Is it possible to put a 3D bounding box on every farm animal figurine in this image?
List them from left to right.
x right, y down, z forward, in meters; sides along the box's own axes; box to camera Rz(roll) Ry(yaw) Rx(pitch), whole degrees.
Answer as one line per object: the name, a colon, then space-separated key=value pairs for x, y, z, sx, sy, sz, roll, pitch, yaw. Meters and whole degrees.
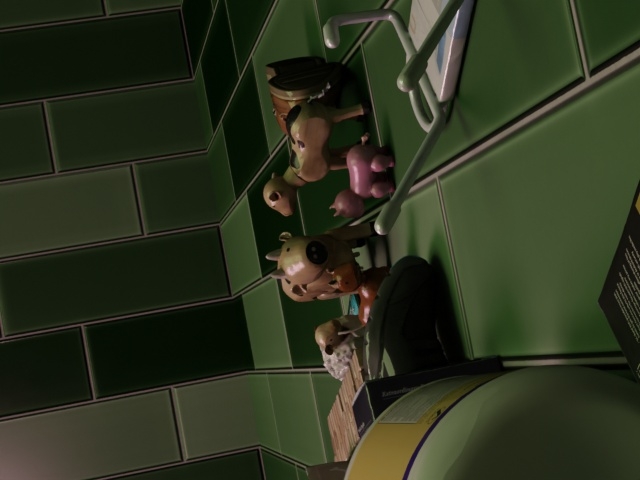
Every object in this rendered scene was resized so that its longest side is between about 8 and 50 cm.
farm animal figurine: x=0.000 y=0.000 z=1.658 sx=0.327 sy=0.172 sz=0.330 roll=105 pitch=154 yaw=-62

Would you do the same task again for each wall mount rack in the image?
wall mount rack: x=0.085 y=-0.196 z=1.195 sx=0.350 sy=0.130 sz=0.304 roll=94 pitch=162 yaw=-53

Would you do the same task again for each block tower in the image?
block tower: x=0.077 y=0.245 z=1.709 sx=0.335 sy=0.097 sz=0.091 roll=101 pitch=158 yaw=-64

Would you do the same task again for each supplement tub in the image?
supplement tub: x=0.146 y=0.225 z=0.963 sx=0.331 sy=0.241 sz=0.241 roll=138 pitch=122 yaw=-77

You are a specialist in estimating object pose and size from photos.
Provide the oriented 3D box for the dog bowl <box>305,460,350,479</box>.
dog bowl: x=0.084 y=0.463 z=1.680 sx=0.349 sy=0.102 sz=0.349 roll=161 pitch=90 yaw=-87

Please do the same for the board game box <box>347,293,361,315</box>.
board game box: x=0.067 y=0.167 z=1.859 sx=0.186 sy=0.026 sz=0.126 roll=94 pitch=163 yaw=-51

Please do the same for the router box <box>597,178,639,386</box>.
router box: x=0.266 y=0.070 z=0.639 sx=0.243 sy=0.081 sz=0.309 roll=95 pitch=162 yaw=-50

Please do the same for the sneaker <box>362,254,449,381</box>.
sneaker: x=0.121 y=0.188 z=1.419 sx=0.125 sy=0.139 sz=0.341 roll=27 pitch=-113 yaw=-67

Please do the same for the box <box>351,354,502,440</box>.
box: x=0.133 y=0.242 z=1.275 sx=0.108 sy=0.153 sz=0.207 roll=107 pitch=152 yaw=-68

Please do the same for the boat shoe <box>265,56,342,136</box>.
boat shoe: x=-0.018 y=-0.209 z=1.802 sx=0.307 sy=0.110 sz=0.104 roll=-104 pitch=3 yaw=-75
